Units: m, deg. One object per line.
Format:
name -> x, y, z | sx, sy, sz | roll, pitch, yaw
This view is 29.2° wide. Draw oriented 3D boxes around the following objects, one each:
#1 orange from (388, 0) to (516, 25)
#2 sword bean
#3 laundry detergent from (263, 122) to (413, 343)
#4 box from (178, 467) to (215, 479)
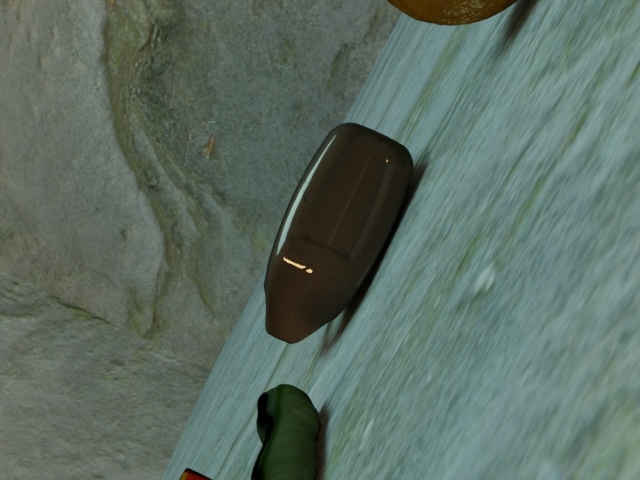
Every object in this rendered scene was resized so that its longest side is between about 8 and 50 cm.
orange -> 0.094, -0.202, 0.773 | 0.135, 0.118, 0.135 | -177, 90, -85
sword bean -> -0.023, 0.135, 0.683 | 0.043, 0.038, 0.269 | -57, 6, 12
laundry detergent -> 0.000, 0.000, 0.979 | 0.171, 0.076, 0.237 | -64, 3, -6
box -> -0.152, 0.314, 1.152 | 0.112, 0.048, 0.175 | -59, 6, 47
